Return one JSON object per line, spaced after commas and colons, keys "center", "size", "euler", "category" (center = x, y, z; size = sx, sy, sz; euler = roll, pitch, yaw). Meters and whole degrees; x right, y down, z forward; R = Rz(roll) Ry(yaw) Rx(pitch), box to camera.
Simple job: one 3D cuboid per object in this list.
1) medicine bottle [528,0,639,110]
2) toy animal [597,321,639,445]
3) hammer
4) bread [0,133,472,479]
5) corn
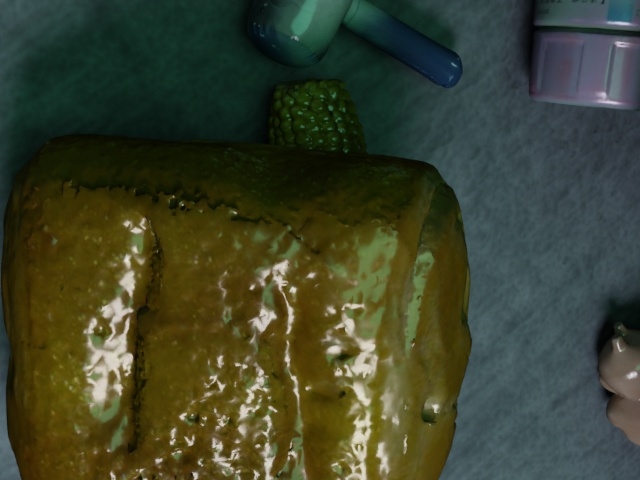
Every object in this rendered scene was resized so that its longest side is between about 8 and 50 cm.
{"center": [0.247, -0.198, 0.766], "size": [0.135, 0.135, 0.168], "euler": [1, 102, -22], "category": "medicine bottle"}
{"center": [0.322, 0.149, 0.906], "size": [0.083, 0.089, 0.150], "euler": [-33, 103, -8], "category": "toy animal"}
{"center": [0.039, -0.171, 0.727], "size": [0.194, 0.069, 0.116], "euler": [23, 92, -30], "category": "hammer"}
{"center": [-0.065, 0.094, 0.642], "size": [0.337, 0.148, 0.328], "euler": [7, 102, 5], "category": "bread"}
{"center": [0.005, -0.001, 0.738], "size": [0.091, 0.091, 0.260], "euler": [-13, 105, -20], "category": "corn"}
